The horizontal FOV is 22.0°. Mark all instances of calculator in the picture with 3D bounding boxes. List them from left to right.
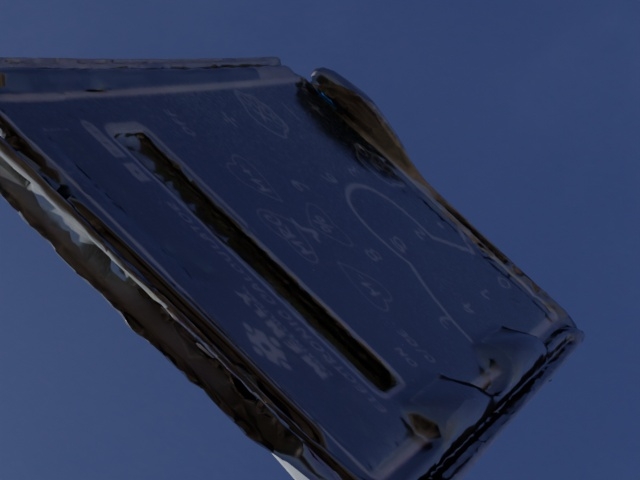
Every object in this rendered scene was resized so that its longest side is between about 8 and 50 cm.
[{"bbox_3d":[0.000,0.000,0.514,0.166,0.274,0.028,45,-73,8],"label":"calculator"}]
